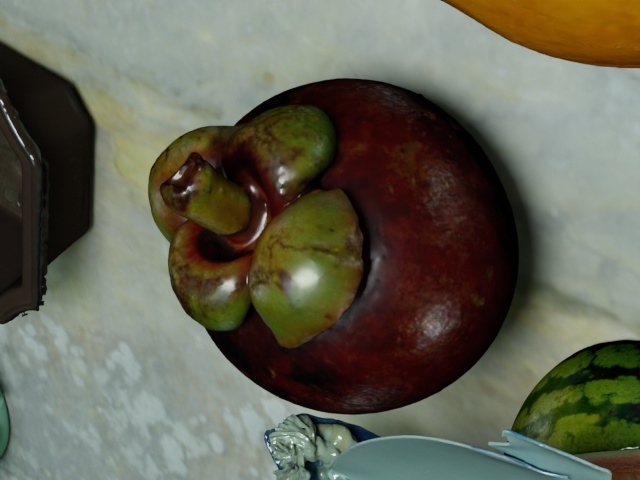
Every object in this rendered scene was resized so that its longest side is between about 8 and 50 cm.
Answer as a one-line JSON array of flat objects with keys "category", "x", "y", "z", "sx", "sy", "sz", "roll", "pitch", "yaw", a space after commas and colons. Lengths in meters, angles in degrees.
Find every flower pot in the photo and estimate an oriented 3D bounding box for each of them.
[{"category": "flower pot", "x": -0.240, "y": -0.071, "z": 1.190, "sx": 0.251, "sy": 0.084, "sz": 0.179, "roll": 30, "pitch": 131, "yaw": 29}]

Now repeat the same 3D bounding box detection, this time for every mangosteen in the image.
[{"category": "mangosteen", "x": 0.000, "y": 0.000, "z": 0.906, "sx": 0.200, "sy": 0.200, "sz": 0.200, "roll": 24, "pitch": 129, "yaw": 34}]

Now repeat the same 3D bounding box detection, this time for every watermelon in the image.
[{"category": "watermelon", "x": 0.147, "y": 0.086, "z": 0.928, "sx": 0.163, "sy": 0.087, "sz": 0.069, "roll": -16, "pitch": 65, "yaw": 46}]

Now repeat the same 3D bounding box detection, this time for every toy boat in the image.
[{"category": "toy boat", "x": 0.079, "y": 0.142, "z": 0.920, "sx": 0.220, "sy": 0.067, "sz": 0.291, "roll": 32, "pitch": 163, "yaw": -2}]

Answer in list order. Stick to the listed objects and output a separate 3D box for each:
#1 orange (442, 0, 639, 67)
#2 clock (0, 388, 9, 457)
[{"category": "orange", "x": 0.113, "y": -0.189, "z": 0.628, "sx": 0.261, "sy": 0.261, "sz": 0.261, "roll": 24, "pitch": 129, "yaw": 34}, {"category": "clock", "x": -0.295, "y": 0.127, "z": 1.384, "sx": 0.148, "sy": 0.060, "sz": 0.188, "roll": 44, "pitch": 137, "yaw": 18}]
